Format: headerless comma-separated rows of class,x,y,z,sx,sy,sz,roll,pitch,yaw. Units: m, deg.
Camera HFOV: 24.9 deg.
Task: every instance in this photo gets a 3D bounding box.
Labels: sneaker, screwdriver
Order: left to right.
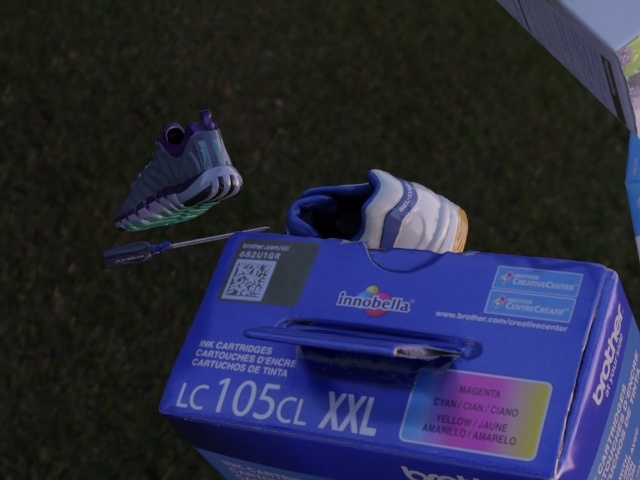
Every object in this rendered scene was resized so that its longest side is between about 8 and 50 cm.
sneaker,-0.162,-0.074,1.590,0.083,0.224,0.098,-9,83,-39
screwdriver,-0.135,0.000,1.436,0.170,0.024,0.025,-15,85,1
sneaker,0.000,0.000,1.417,0.131,0.296,0.111,32,50,-32

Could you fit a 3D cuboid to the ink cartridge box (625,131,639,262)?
ink cartridge box,0.319,-0.030,1.052,0.180,0.104,0.060,-3,45,20

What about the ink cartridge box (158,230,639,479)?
ink cartridge box,0.080,0.130,0.965,0.270,0.395,0.151,5,58,28

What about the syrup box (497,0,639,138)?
syrup box,0.144,-0.180,0.853,0.093,0.096,0.237,-37,56,-1
